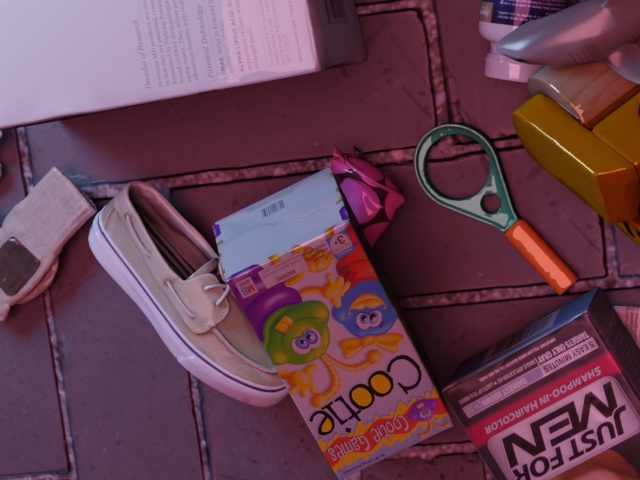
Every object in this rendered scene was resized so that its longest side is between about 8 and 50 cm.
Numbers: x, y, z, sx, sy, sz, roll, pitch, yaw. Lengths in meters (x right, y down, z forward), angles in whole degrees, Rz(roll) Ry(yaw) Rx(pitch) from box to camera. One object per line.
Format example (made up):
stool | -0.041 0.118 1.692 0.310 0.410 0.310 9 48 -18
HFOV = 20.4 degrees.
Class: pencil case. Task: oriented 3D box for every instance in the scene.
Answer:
pencil case | 0.000 0.000 1.974 0.098 0.095 0.209 29 105 -23

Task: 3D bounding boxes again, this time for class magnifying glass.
magnifying glass | 0.194 -0.034 1.953 0.092 0.026 0.231 -44 87 15

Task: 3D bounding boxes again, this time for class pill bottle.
pill bottle | 0.217 -0.254 1.880 0.094 0.094 0.169 9 99 13

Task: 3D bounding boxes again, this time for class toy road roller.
toy road roller | 0.374 -0.062 1.823 0.202 0.240 0.329 -37 51 -9

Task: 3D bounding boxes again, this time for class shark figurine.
shark figurine | 0.316 -0.271 1.771 0.166 0.116 0.278 32 71 32

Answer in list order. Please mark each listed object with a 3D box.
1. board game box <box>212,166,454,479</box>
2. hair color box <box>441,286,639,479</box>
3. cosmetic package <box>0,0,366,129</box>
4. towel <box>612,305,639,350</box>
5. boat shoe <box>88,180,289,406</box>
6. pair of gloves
board game box | 0.015 0.089 1.889 0.144 0.142 0.275 -26 117 4
hair color box | 0.312 0.261 1.905 0.185 0.113 0.374 -31 93 20
cosmetic package | -0.169 -0.227 1.921 0.385 0.217 0.156 -10 95 17
towel | 0.363 0.128 1.938 0.152 0.023 0.113 5 97 16
boat shoe | -0.140 0.061 1.995 0.302 0.109 0.094 43 136 7
pair of gloves | -0.395 -0.040 2.091 0.240 0.042 0.204 39 108 8
